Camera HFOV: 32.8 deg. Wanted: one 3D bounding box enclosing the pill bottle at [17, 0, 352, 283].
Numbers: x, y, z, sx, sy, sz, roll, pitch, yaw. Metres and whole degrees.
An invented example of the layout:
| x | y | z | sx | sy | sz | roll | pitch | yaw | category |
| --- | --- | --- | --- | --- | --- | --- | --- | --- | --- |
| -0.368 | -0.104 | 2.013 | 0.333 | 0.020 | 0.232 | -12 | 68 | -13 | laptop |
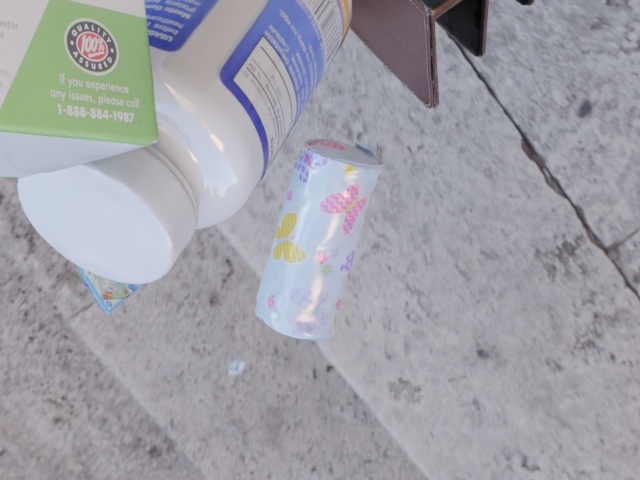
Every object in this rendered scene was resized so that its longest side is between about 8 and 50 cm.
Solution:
| x | y | z | sx | sy | sz | roll | pitch | yaw | category |
| --- | --- | --- | --- | --- | --- | --- | --- | --- | --- |
| -0.093 | -0.104 | 0.762 | 0.152 | 0.272 | 0.152 | 18 | 142 | 14 | pill bottle |

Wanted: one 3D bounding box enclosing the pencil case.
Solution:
| x | y | z | sx | sy | sz | roll | pitch | yaw | category |
| --- | --- | --- | --- | --- | --- | --- | --- | --- | --- |
| 0.000 | 0.000 | 1.468 | 0.124 | 0.113 | 0.273 | 1 | 111 | -39 | pencil case |

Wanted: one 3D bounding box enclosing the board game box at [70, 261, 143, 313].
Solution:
| x | y | z | sx | sy | sz | roll | pitch | yaw | category |
| --- | --- | --- | --- | --- | --- | --- | --- | --- | --- |
| -0.304 | 0.017 | 1.559 | 0.103 | 0.026 | 0.154 | -40 | 131 | -21 | board game box |

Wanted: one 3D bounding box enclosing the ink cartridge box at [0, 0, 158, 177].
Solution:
| x | y | z | sx | sy | sz | roll | pitch | yaw | category |
| --- | --- | --- | --- | --- | --- | --- | --- | --- | --- |
| -0.207 | -0.216 | 0.536 | 0.119 | 0.207 | 0.353 | -9 | 84 | 37 | ink cartridge box |

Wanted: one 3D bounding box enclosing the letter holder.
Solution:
| x | y | z | sx | sy | sz | roll | pitch | yaw | category |
| --- | --- | --- | --- | --- | --- | --- | --- | --- | --- |
| 0.090 | -0.327 | 1.229 | 0.152 | 0.214 | 0.302 | -35 | 67 | -10 | letter holder |
